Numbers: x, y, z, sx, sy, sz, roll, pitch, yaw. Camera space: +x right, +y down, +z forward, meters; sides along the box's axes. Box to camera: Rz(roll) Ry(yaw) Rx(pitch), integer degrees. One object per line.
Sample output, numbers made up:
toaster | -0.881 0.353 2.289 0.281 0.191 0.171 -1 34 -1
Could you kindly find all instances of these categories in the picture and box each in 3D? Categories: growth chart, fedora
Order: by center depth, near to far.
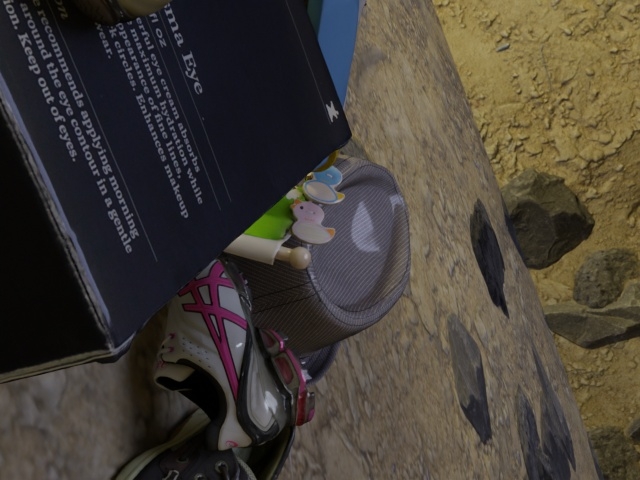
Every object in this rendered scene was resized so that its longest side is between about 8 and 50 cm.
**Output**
growth chart | -0.062 -0.065 0.747 0.237 0.172 0.021 -79 177 -51
fedora | 0.000 0.000 0.831 0.275 0.124 0.244 -38 111 -58

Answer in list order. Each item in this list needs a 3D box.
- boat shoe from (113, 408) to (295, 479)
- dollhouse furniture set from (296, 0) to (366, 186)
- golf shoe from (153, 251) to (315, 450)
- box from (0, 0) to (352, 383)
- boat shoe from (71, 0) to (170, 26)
boat shoe | -0.075 0.165 0.628 0.223 0.073 0.080 -44 116 -69
dollhouse furniture set | -0.072 -0.231 0.709 0.198 0.286 0.303 -37 143 -51
golf shoe | -0.083 0.064 0.653 0.186 0.086 0.067 49 -34 36
box | -0.158 -0.143 0.463 0.343 0.179 0.312 69 25 -13
boat shoe | -0.045 -0.230 0.393 0.122 0.120 0.324 42 39 -51
